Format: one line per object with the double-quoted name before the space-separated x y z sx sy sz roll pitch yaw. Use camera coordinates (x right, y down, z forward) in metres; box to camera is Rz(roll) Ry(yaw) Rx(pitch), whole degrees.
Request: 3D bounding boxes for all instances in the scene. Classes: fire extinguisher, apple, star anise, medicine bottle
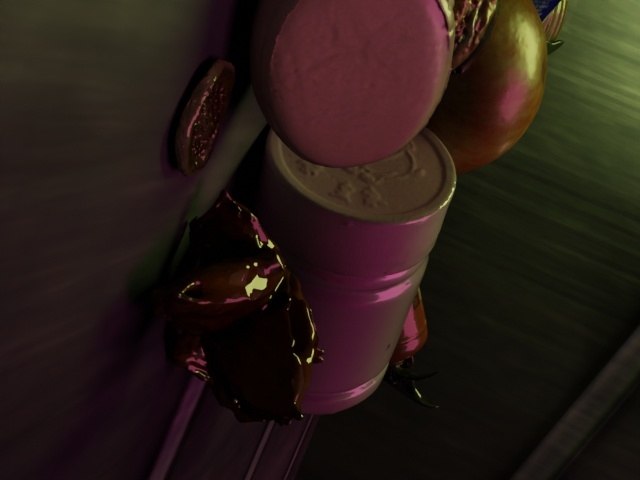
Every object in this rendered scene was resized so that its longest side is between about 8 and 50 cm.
"fire extinguisher" 0.057 0.044 1.470 0.113 0.200 0.376 -24 113 -25
"apple" 0.142 -0.212 1.283 0.264 0.264 0.264 23 90 -82
"star anise" -0.076 0.088 1.045 0.346 0.148 0.237 93 -22 -67
"medicine bottle" 0.011 0.024 1.235 0.212 0.212 0.325 -59 169 -45

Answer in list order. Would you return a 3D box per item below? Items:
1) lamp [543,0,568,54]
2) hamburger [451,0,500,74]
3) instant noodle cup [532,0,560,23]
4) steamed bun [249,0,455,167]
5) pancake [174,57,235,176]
"lamp" 0.254 -0.380 1.715 0.284 0.250 0.250 0 122 -37
"hamburger" 0.093 -0.246 1.096 0.130 0.206 0.183 20 90 -40
"instant noodle cup" 0.224 -0.379 1.426 0.312 0.284 0.284 -62 177 37
"steamed bun" 0.023 -0.174 0.946 0.130 0.177 0.228 -104 -170 -45
"pancake" -0.094 -0.098 0.876 0.108 0.017 0.108 19 90 -84
